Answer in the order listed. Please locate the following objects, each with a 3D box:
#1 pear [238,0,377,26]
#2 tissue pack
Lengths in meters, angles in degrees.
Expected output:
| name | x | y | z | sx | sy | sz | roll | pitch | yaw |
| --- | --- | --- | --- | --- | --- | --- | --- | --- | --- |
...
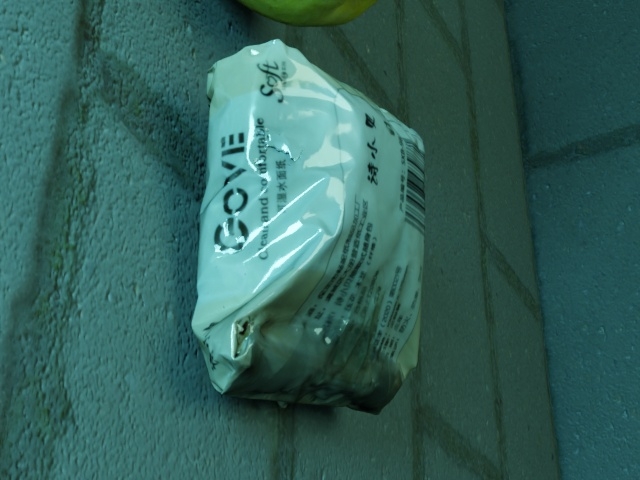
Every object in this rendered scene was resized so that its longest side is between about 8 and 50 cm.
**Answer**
| name | x | y | z | sx | sy | sz | roll | pitch | yaw |
| --- | --- | --- | --- | --- | --- | --- | --- | --- | --- |
| pear | -0.022 | -0.413 | 1.208 | 0.314 | 0.315 | 0.314 | 44 | 38 | -49 |
| tissue pack | 0.000 | 0.000 | 1.132 | 0.390 | 0.195 | 0.375 | 28 | 58 | -59 |
